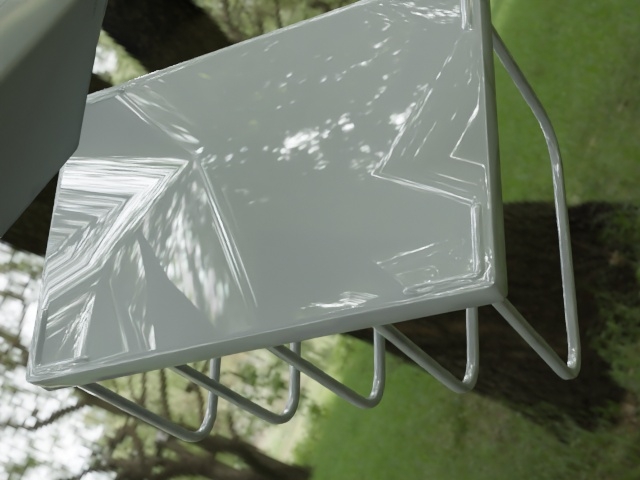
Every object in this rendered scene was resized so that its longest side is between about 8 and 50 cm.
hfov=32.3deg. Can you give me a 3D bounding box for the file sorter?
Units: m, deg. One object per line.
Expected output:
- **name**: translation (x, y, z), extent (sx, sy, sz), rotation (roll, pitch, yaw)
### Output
- **file sorter**: translation (0.000, 0.000, 0.659), extent (0.173, 0.278, 0.192), rotation (40, -137, -50)

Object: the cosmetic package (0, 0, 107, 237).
- **cosmetic package**: translation (-0.240, -0.062, 0.429), extent (0.224, 0.225, 0.138), rotation (-61, 0, -37)
